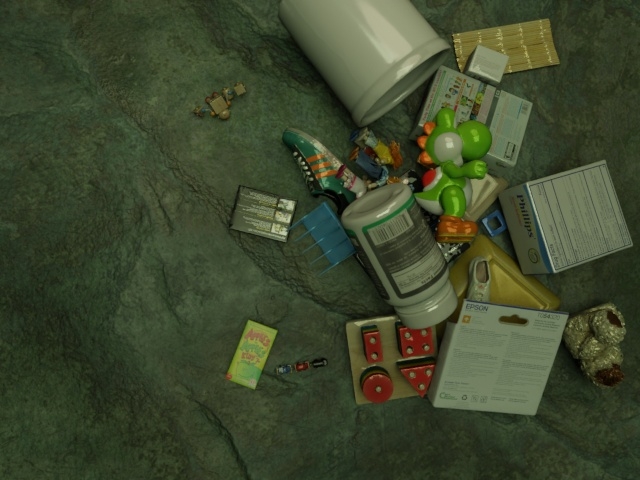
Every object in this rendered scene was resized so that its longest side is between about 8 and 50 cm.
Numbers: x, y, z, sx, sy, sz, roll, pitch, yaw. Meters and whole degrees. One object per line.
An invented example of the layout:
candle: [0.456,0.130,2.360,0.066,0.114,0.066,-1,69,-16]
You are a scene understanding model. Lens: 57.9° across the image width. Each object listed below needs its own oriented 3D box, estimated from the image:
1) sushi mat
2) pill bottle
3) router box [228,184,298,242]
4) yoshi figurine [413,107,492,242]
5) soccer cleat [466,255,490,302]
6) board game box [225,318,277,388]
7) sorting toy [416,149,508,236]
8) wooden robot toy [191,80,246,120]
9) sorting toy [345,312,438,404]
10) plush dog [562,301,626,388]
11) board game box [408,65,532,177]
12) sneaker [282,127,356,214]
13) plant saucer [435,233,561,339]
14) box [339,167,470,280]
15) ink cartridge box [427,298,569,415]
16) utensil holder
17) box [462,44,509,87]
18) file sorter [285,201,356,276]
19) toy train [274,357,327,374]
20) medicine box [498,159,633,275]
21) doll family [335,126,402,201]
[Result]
sushi mat: [0.571,-0.590,1.785,0.317,0.019,0.151,-11,89,-3]
pill bottle: [0.219,0.046,1.545,0.204,0.204,0.360,-30,108,-4]
router box: [-0.169,-0.077,1.704,0.179,0.046,0.133,15,87,-2]
yoshi figurine: [0.385,-0.179,1.547,0.203,0.204,0.361,6,79,-42]
soccer cleat: [0.449,0.142,1.634,0.068,0.076,0.196,-1,87,-3]
board game box: [-0.200,0.329,1.684,0.092,0.043,0.181,21,86,-2]
sorting toy: [0.440,-0.166,1.746,0.348,0.047,0.196,43,81,-1]
wooden robot toy: [-0.290,-0.398,1.717,0.173,0.076,0.079,-34,125,-4]
sorting toy: [0.217,0.345,1.655,0.258,0.089,0.255,-9,101,-3]
plush dog: [0.789,0.317,1.668,0.211,0.262,0.225,-24,80,25]
board game box: [0.443,-0.352,1.706,0.304,0.097,0.223,23,71,-3]
sneaker: [-0.010,-0.200,1.689,0.302,0.108,0.121,41,81,-2]
plant saucer: [0.510,0.202,1.713,0.333,0.081,0.332,40,85,-1]
box: [0.239,-0.011,1.711,0.296,0.073,0.293,-37,89,-3]
ink cartridge box: [0.492,0.322,1.614,0.325,0.071,0.329,9,103,-13]
utensil holder: [0.117,-0.570,1.613,0.328,0.327,0.385,-37,87,-4]
box: [0.485,-0.511,1.717,0.101,0.102,0.087,20,89,-1]
file sorter: [0.000,0.000,1.655,0.104,0.118,0.170,-34,89,-45]
toy train: [-0.057,0.370,1.693,0.159,0.036,0.027,-10,88,-4]
medicine box: [0.707,-0.063,1.676,0.290,0.149,0.263,-16,88,-16]
doll family: [0.158,-0.217,1.643,0.163,0.118,0.262,37,49,-21]
